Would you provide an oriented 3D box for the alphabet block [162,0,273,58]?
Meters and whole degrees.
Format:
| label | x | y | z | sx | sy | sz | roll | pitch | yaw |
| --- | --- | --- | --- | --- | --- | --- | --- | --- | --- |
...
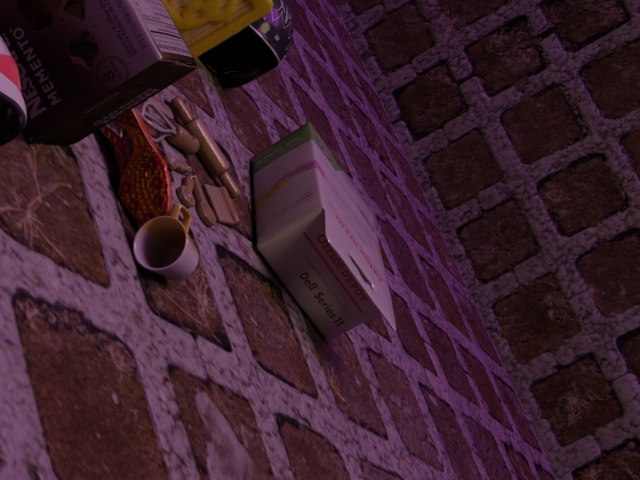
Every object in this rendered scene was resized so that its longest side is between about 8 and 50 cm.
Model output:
| label | x | y | z | sx | sy | sz | roll | pitch | yaw |
| --- | --- | --- | --- | --- | --- | --- | --- | --- | --- |
| alphabet block | -0.203 | -0.397 | 1.738 | 0.192 | 0.193 | 0.197 | 48 | 19 | -39 |

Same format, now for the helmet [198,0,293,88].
| label | x | y | z | sx | sy | sz | roll | pitch | yaw |
| --- | --- | --- | --- | --- | --- | --- | --- | --- | --- |
| helmet | -0.126 | -0.345 | 1.979 | 0.169 | 0.161 | 0.169 | 55 | 14 | -22 |

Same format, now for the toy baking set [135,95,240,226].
| label | x | y | z | sx | sy | sz | roll | pitch | yaw |
| --- | --- | --- | --- | --- | --- | --- | --- | --- | --- |
| toy baking set | -0.179 | -0.126 | 1.613 | 0.256 | 0.030 | 0.197 | 59 | 13 | -5 |

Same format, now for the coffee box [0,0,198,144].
| label | x | y | z | sx | sy | sz | roll | pitch | yaw |
| --- | --- | --- | --- | --- | --- | --- | --- | --- | --- |
| coffee box | -0.278 | -0.265 | 1.243 | 0.297 | 0.168 | 0.119 | 62 | 13 | 1 |

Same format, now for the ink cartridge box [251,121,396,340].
| label | x | y | z | sx | sy | sz | roll | pitch | yaw |
| --- | --- | --- | --- | --- | --- | --- | --- | --- | --- |
| ink cartridge box | 0.000 | 0.000 | 1.817 | 0.207 | 0.119 | 0.353 | 54 | 14 | -28 |

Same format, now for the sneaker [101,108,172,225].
| label | x | y | z | sx | sy | sz | roll | pitch | yaw |
| --- | --- | --- | --- | --- | --- | --- | --- | --- | --- |
| sneaker | -0.203 | -0.088 | 1.382 | 0.067 | 0.064 | 0.175 | 55 | 13 | -65 |

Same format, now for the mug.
| label | x | y | z | sx | sy | sz | roll | pitch | yaw |
| --- | --- | --- | --- | --- | --- | --- | --- | --- | --- |
| mug | -0.158 | 0.008 | 1.327 | 0.062 | 0.078 | 0.064 | 43 | -4 | 26 |

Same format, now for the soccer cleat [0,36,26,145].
| label | x | y | z | sx | sy | sz | roll | pitch | yaw |
| --- | --- | --- | --- | --- | --- | --- | --- | --- | --- |
| soccer cleat | -0.345 | -0.187 | 0.955 | 0.318 | 0.108 | 0.116 | 48 | 23 | -57 |
